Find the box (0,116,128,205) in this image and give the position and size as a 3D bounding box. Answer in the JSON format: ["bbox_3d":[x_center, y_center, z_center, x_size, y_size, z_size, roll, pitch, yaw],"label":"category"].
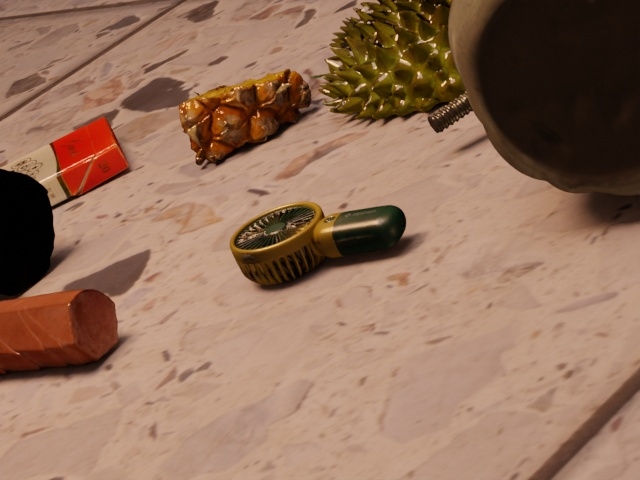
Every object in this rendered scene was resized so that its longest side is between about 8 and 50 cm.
[{"bbox_3d":[-0.329,-0.054,1.897,0.245,0.035,0.139,-27,21,-5],"label":"box"}]

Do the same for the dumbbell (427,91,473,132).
[{"bbox_3d":[0.201,-0.169,1.516,0.254,0.110,0.110,-34,22,-5],"label":"dumbbell"}]

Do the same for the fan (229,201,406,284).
[{"bbox_3d":[0.000,0.000,1.407,0.155,0.039,0.082,-9,26,33],"label":"fan"}]

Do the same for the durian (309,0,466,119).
[{"bbox_3d":[0.158,-0.209,1.687,0.355,0.157,0.169,-23,-15,3],"label":"durian"}]

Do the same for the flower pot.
[{"bbox_3d":[0.215,-0.156,1.271,0.246,0.246,0.195,-12,24,30],"label":"flower pot"}]

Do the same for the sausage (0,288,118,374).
[{"bbox_3d":[-0.248,0.079,1.467,0.169,0.065,0.065,-9,26,37],"label":"sausage"}]

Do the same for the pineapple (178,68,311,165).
[{"bbox_3d":[-0.077,-0.130,1.782,0.137,0.069,0.116,-19,14,-10],"label":"pineapple"}]

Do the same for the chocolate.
[{"bbox_3d":[-0.419,0.016,1.733,0.343,0.126,0.148,-12,66,38],"label":"chocolate"}]
